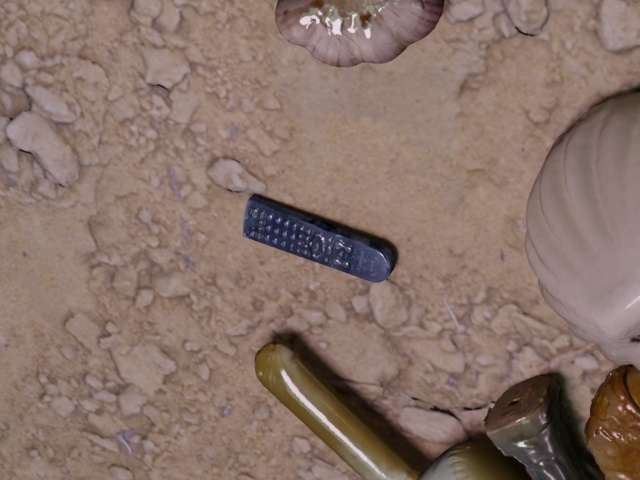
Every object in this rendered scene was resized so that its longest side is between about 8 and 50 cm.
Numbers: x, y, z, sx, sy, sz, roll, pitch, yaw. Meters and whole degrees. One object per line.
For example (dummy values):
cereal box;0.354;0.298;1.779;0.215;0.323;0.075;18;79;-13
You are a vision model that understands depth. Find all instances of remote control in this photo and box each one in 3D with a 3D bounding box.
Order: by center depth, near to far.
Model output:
remote control;-0.001;0.001;1.822;0.152;0.027;0.043;19;130;14

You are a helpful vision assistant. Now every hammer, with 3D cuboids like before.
hammer;0.050;0.212;1.880;0.305;0.113;0.202;42;123;2

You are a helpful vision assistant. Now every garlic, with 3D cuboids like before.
garlic;0.037;-0.222;1.629;0.147;0.102;0.159;34;103;4

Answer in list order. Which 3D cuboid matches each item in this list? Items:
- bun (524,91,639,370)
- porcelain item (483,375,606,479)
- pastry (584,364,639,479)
bun;0.284;0.018;1.619;0.263;0.175;0.263;12;124;18
porcelain item;0.238;0.232;1.821;0.069;0.081;0.216;-24;108;30
pastry;0.313;0.176;1.755;0.153;0.081;0.153;18;131;22
